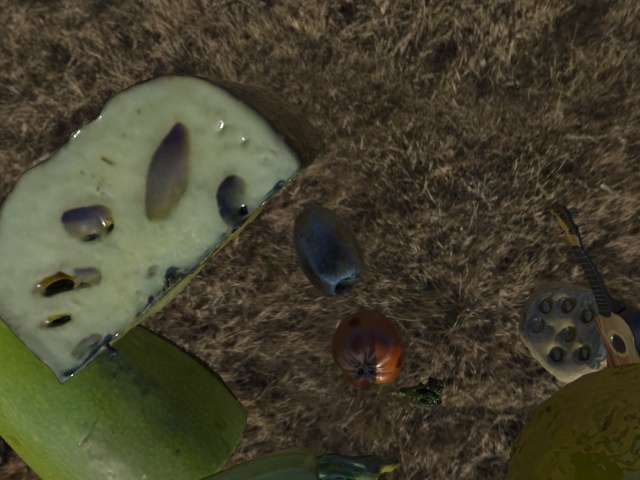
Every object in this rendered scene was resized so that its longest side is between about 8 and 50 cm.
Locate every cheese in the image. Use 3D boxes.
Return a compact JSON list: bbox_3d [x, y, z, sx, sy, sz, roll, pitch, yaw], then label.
[{"bbox_3d":[0.557,0.196,1.377,0.217,0.117,0.235,-31,56,35],"label":"cheese"}]

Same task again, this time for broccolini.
[{"bbox_3d":[0.225,0.351,1.476,0.058,0.201,0.074,7,79,43],"label":"broccolini"}]

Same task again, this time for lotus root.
[{"bbox_3d":[0.000,0.000,1.574,0.158,0.139,0.322,-64,38,33],"label":"lotus root"},{"bbox_3d":[-0.121,-0.051,0.549,0.267,0.260,0.149,-39,97,19],"label":"lotus root"}]

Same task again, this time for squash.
[{"bbox_3d":[-0.046,0.189,0.407,0.224,0.094,0.094,-34,77,18],"label":"squash"},{"bbox_3d":[-0.281,0.198,0.781,0.233,0.210,0.309,-37,98,14],"label":"squash"}]

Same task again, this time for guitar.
[{"bbox_3d":[0.357,0.072,0.782,0.038,0.084,0.271,-23,88,-16],"label":"guitar"}]

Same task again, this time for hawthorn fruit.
[{"bbox_3d":[0.111,0.255,1.487,0.189,0.189,0.190,-1,83,13],"label":"hawthorn fruit"}]

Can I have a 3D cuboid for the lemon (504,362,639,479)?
[{"bbox_3d":[0.293,0.230,0.485,0.321,0.268,0.269,5,83,52],"label":"lemon"}]
